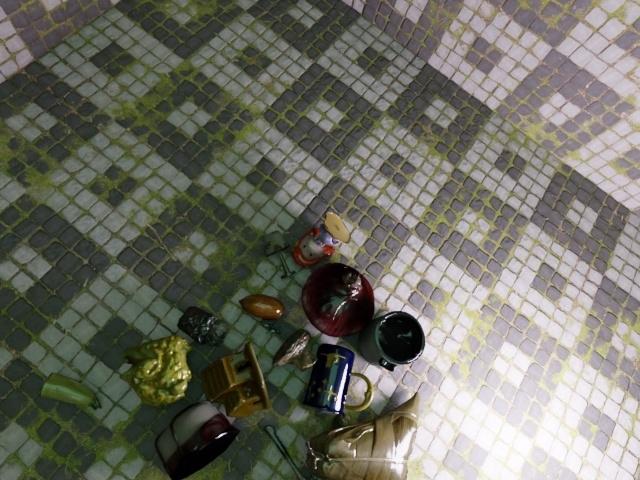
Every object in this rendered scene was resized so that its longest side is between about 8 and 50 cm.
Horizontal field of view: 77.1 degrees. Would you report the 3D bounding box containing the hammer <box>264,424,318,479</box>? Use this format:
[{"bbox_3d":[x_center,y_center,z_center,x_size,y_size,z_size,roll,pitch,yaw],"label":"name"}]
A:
[{"bbox_3d":[-0.134,0.872,1.622,0.111,0.033,0.288,-32,80,-20],"label":"hammer"}]

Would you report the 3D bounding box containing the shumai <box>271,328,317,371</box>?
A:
[{"bbox_3d":[-0.096,0.480,1.691,0.153,0.161,0.209,41,42,5],"label":"shumai"}]

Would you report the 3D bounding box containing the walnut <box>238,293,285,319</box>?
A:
[{"bbox_3d":[-0.256,0.288,1.750,0.207,0.116,0.116,14,70,-12],"label":"walnut"}]

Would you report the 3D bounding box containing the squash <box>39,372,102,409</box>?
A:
[{"bbox_3d":[-0.941,0.592,1.535,0.224,0.094,0.094,27,69,-8],"label":"squash"}]

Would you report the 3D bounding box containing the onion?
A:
[{"bbox_3d":[0.095,0.240,1.746,0.347,0.285,0.348,12,53,-17],"label":"onion"}]

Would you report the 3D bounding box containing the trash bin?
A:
[{"bbox_3d":[0.299,0.428,1.733,0.217,0.262,0.277,32,68,1],"label":"trash bin"}]

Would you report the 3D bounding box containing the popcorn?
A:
[{"bbox_3d":[-0.621,0.507,1.547,0.241,0.235,0.250,-26,57,6],"label":"popcorn"}]

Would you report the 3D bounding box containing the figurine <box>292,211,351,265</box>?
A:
[{"bbox_3d":[0.003,0.008,1.849,0.180,0.257,0.208,36,38,-25],"label":"figurine"}]

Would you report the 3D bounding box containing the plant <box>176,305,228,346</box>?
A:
[{"bbox_3d":[-0.486,0.363,1.670,0.194,0.132,0.129,27,71,4],"label":"plant"}]

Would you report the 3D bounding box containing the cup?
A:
[{"bbox_3d":[0.080,0.589,1.686,0.254,0.178,0.257,20,67,-7],"label":"cup"}]

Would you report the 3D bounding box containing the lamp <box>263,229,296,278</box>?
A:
[{"bbox_3d":[-0.186,0.065,1.838,0.121,0.121,0.215,-21,86,-17],"label":"lamp"}]

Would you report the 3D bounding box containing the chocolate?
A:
[{"bbox_3d":[-0.468,0.724,1.501,0.283,0.284,0.186,-31,62,-19],"label":"chocolate"}]

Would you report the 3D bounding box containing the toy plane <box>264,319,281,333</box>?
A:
[{"bbox_3d":[-0.205,0.386,1.771,0.083,0.031,0.079,38,69,3],"label":"toy plane"}]

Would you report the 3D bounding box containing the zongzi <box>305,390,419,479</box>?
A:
[{"bbox_3d":[0.160,0.741,1.608,0.499,0.218,0.467,34,56,-18],"label":"zongzi"}]

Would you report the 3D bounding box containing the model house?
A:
[{"bbox_3d":[-0.342,0.578,1.604,0.238,0.173,0.268,-17,73,-17],"label":"model house"}]

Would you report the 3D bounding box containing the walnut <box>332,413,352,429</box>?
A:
[{"bbox_3d":[0.091,0.768,1.677,0.092,0.092,0.092,3,71,-10],"label":"walnut"}]
